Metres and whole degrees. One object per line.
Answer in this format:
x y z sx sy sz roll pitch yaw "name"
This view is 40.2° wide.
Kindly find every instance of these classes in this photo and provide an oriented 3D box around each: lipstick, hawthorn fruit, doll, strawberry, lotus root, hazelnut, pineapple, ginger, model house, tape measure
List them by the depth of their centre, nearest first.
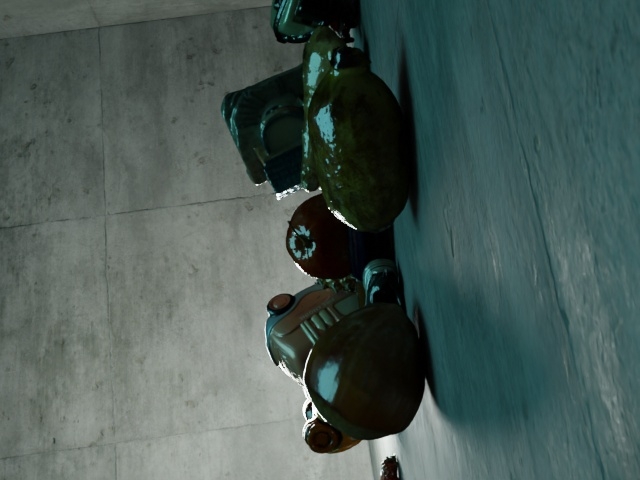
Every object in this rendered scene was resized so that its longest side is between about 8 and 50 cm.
0.051 -0.132 1.139 0.145 0.128 0.260 -126 20 -58 "lotus root"
0.069 0.187 1.283 0.214 0.176 0.214 -160 90 -79 "hazelnut"
0.004 -0.232 1.567 0.131 0.086 0.295 24 111 60 "ginger"
0.000 0.000 1.577 0.203 0.162 0.163 -31 -63 -60 "hawthorn fruit"
0.097 0.092 1.578 0.077 0.077 0.419 -99 1 -55 "lipstick"
-0.029 -0.458 1.599 0.235 0.115 0.207 -131 56 -70 "tape measure"
0.037 -0.424 1.648 0.169 0.057 0.109 -94 3 -55 "doll"
-0.023 -0.201 1.729 0.325 0.267 0.194 -122 8 -57 "model house"
0.066 0.053 1.765 0.137 0.161 0.176 54 150 -10 "pineapple"
0.164 0.569 2.053 0.104 0.048 0.152 -90 -3 -70 "strawberry"

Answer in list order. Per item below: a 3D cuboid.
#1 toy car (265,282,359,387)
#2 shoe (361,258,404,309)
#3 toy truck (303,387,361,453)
0.028 0.195 1.833 0.212 0.270 0.181 42 158 54 "toy car"
0.109 0.122 1.462 0.099 0.071 0.169 -107 12 -67 "shoe"
0.056 0.378 2.164 0.204 0.211 0.288 -100 6 -77 "toy truck"
